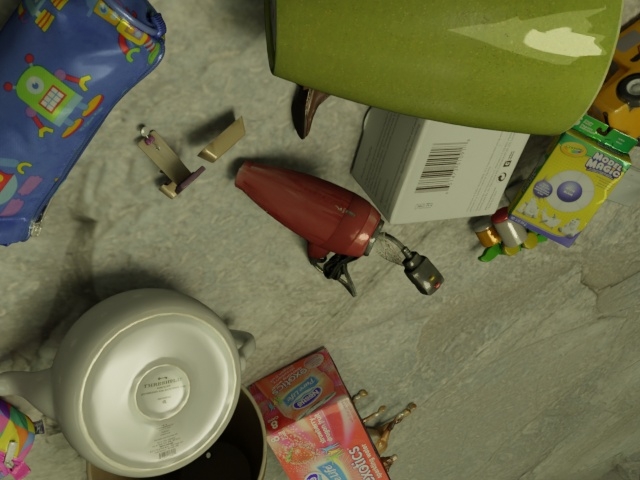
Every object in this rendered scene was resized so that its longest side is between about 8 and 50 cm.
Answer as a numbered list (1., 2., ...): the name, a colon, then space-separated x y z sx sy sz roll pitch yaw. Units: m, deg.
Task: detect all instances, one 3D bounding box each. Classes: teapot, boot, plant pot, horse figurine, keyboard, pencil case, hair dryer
1. teapot: -0.236 0.170 0.954 0.256 0.187 0.252 43 74 -30
2. boot: 0.024 -0.178 0.882 0.114 0.037 0.106 -17 139 -24
3. plant pot: 0.094 -0.237 0.725 0.293 0.275 0.275 -3 134 -7
4. plant pot: -0.192 0.354 1.134 0.256 0.256 0.274 -25 154 -8
5. horse figurine: 0.091 0.389 1.457 0.263 0.066 0.174 24 110 -45
6. keyboard: 0.501 -0.108 1.267 0.256 0.014 0.072 11 128 -39
7. pencil case: -0.265 -0.122 0.684 0.133 0.119 0.306 36 109 -17
8. pencil case: -0.462 0.226 0.923 0.104 0.104 0.236 -32 139 -1
9. hair dryer: 0.000 0.000 0.949 0.293 0.223 0.080 45 57 -30

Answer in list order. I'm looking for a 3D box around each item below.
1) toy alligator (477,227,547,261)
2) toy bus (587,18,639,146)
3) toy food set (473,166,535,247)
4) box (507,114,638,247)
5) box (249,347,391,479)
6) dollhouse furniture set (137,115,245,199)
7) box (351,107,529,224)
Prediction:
1. toy alligator: 0.346 -0.013 1.235 0.189 0.056 0.051 -18 97 -16
2. toy bus: 0.518 -0.272 1.024 0.332 0.130 0.108 -36 140 4
3. toy food set: 0.336 -0.081 1.128 0.232 0.111 0.104 -29 106 13
4. box: 0.355 -0.085 1.025 0.105 0.043 0.179 25 121 -1
5. box: 0.012 0.359 1.250 0.154 0.142 0.300 -25 120 -2
6. dollhouse furniture set: -0.155 -0.119 0.846 0.114 0.091 0.081 -45 100 -19
7. box: 0.161 -0.130 0.947 0.182 0.119 0.181 -7 133 -28
